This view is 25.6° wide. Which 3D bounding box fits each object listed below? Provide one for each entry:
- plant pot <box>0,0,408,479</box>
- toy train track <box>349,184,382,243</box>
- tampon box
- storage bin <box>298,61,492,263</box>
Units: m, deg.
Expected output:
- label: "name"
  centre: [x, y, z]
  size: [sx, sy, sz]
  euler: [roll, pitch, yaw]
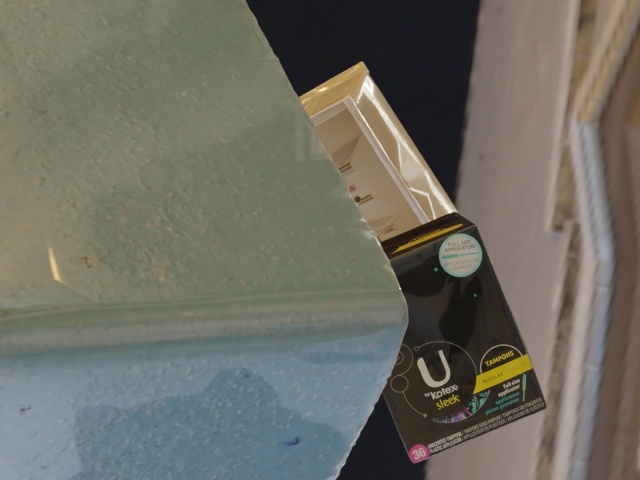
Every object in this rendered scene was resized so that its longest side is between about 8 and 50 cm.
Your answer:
- label: "plant pot"
  centre: [-0.153, 0.034, 0.605]
  size: [0.252, 0.247, 0.247]
  euler: [-2, -45, -27]
- label: "toy train track"
  centre: [0.038, -0.029, 1.338]
  size: [0.014, 0.048, 0.083]
  euler: [-34, -70, -4]
- label: "tampon box"
  centre: [0.093, 0.075, 1.143]
  size: [0.120, 0.101, 0.161]
  euler: [-23, -82, 0]
- label: "storage bin"
  centre: [0.000, 0.000, 1.427]
  size: [0.262, 0.260, 0.123]
  euler: [55, -156, -17]
